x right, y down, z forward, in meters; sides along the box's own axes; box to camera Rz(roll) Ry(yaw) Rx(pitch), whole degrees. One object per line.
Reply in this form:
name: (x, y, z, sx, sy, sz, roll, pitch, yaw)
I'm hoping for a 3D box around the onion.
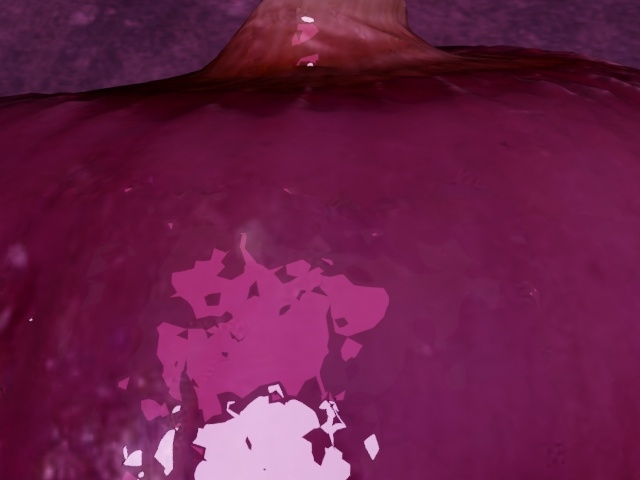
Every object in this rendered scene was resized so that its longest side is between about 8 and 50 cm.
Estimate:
onion: (-0.010, 0.038, 0.560, 0.358, 0.358, 0.345, -22, 81, -8)
